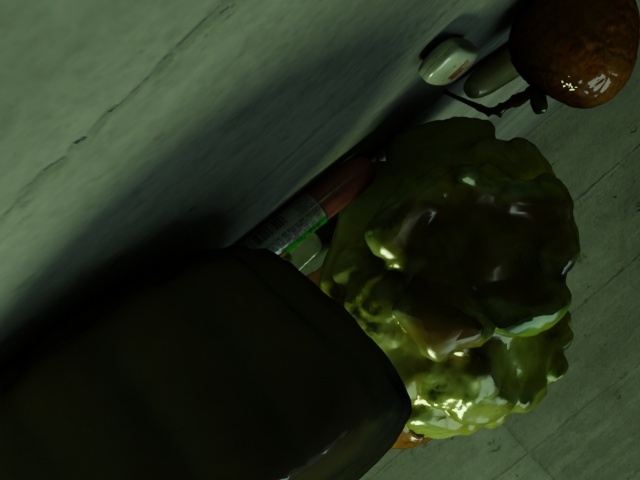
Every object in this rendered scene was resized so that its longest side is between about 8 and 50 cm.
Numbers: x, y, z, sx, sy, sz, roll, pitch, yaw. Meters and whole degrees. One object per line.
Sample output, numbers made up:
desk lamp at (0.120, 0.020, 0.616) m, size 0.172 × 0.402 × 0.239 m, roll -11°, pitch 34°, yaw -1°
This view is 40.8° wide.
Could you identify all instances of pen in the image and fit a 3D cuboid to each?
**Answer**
pen at (0.206, -0.188, 0.822) m, size 0.233 × 0.032 × 0.040 m, roll -35°, pitch -165°, yaw -33°

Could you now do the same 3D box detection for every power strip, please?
power strip at (0.000, 0.000, 0.858) m, size 0.092 × 0.034 × 0.268 m, roll -43°, pitch 174°, yaw 26°

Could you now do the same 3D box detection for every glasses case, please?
glasses case at (0.088, -0.122, 0.587) m, size 0.032 × 0.021 × 0.083 m, roll -45°, pitch 173°, yaw 22°

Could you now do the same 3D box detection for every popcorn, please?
popcorn at (0.108, 0.031, 0.734) m, size 0.270 × 0.223 × 0.258 m, roll -61°, pitch 157°, yaw -53°

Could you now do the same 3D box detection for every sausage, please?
sausage at (-0.038, 0.002, 0.659) m, size 0.223 × 0.029 × 0.029 m, roll -39°, pitch 174°, yaw -13°

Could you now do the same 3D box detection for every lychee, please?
lychee at (0.192, -0.147, 0.686) m, size 0.101 × 0.114 × 0.140 m, roll -6°, pitch 134°, yaw -34°

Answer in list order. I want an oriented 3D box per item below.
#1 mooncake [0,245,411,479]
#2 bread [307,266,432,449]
mooncake at (-0.091, 0.132, 0.531) m, size 0.290 × 0.161 × 0.290 m, roll -36°, pitch 162°, yaw -14°
bread at (0.084, 0.160, 1.269) m, size 0.312 × 0.312 × 0.172 m, roll -41°, pitch -177°, yaw 6°
